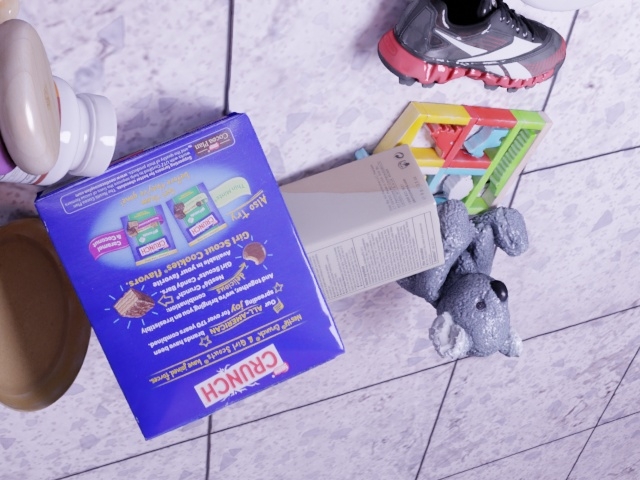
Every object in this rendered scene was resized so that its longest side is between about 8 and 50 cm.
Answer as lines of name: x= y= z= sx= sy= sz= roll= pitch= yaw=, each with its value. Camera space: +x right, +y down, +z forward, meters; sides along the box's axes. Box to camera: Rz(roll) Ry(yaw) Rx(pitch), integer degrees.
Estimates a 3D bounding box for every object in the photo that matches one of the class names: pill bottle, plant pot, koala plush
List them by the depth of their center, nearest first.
pill bottle: x=-0.331 y=-0.121 z=1.104 sx=0.216 sy=0.121 sz=0.121 roll=4 pitch=133 yaw=-37
plant pot: x=-0.362 y=0.090 z=1.285 sx=0.032 sy=0.236 sz=0.236 roll=-2 pitch=152 yaw=24
koala plush: x=0.221 y=0.082 z=1.600 sx=0.196 sy=0.221 sz=0.203 roll=3 pitch=148 yaw=-41

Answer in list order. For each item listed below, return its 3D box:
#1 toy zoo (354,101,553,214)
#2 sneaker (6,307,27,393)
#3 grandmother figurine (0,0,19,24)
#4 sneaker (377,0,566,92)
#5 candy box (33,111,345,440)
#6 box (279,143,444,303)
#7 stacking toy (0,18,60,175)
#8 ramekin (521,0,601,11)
toy zoo: x=0.176 y=-0.113 z=1.523 sx=0.293 sy=0.030 sz=0.192 roll=0 pitch=136 yaw=-33
sneaker: x=-0.538 y=0.157 z=1.221 sx=0.182 sy=0.158 sz=0.410 roll=-8 pitch=179 yaw=38
grandmother figurine: x=-0.362 y=-0.241 z=0.846 sx=0.208 sy=0.104 sz=0.342 roll=-41 pitch=172 yaw=-4
sneaker: x=0.210 y=-0.259 z=1.310 sx=0.276 sy=0.097 sz=0.135 roll=-3 pitch=139 yaw=-29
candy box: x=-0.155 y=0.039 z=1.271 sx=0.268 sy=0.122 sz=0.317 roll=-23 pitch=101 yaw=-6
box: x=0.000 y=0.000 z=1.436 sx=0.311 sy=0.121 sz=0.148 roll=-18 pitch=141 yaw=-3
stacking toy: x=-0.408 y=-0.106 z=0.934 sx=0.330 sy=0.141 sz=0.141 roll=-8 pitch=142 yaw=-3
ramekin: x=0.283 y=-0.390 z=1.170 sx=0.277 sy=0.135 sz=0.277 roll=-18 pitch=143 yaw=-15
